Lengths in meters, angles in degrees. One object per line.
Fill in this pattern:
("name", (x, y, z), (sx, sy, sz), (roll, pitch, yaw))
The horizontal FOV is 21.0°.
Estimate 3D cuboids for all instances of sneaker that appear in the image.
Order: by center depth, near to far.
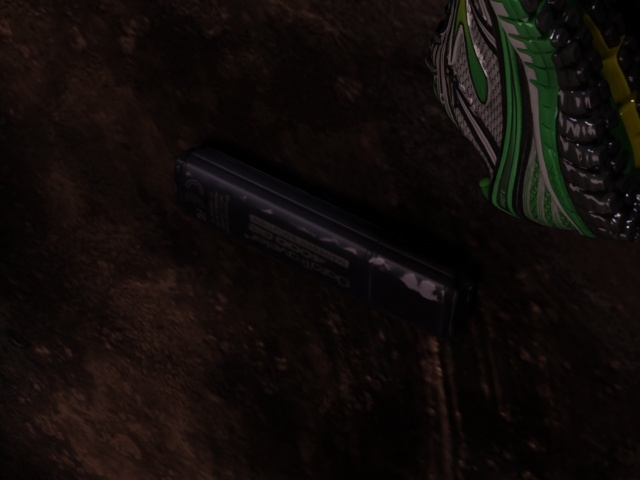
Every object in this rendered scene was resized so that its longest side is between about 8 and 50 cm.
("sneaker", (0.118, -0.145, 1.139), (0.146, 0.134, 0.343), (3, 125, 38))

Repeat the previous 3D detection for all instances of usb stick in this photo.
("usb stick", (0.000, 0.000, 1.419), (0.278, 0.045, 0.077), (25, 142, 21))
